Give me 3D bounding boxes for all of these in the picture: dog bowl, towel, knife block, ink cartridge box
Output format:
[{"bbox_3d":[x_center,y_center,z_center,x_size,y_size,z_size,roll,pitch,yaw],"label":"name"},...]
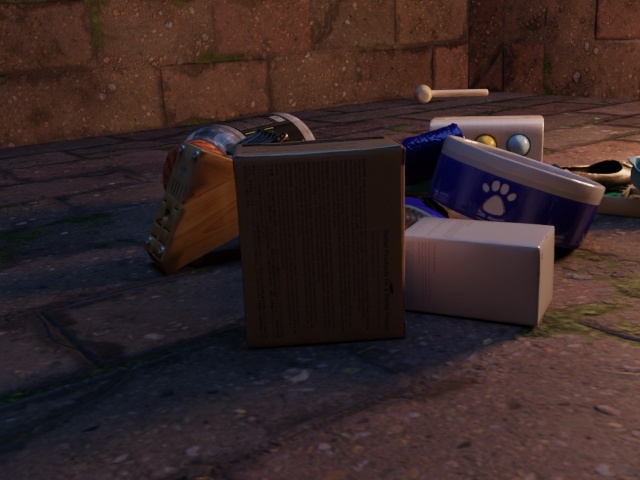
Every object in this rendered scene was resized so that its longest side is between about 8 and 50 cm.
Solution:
[{"bbox_3d":[0.315,-0.082,1.195,0.265,0.104,0.265,16,13,-4],"label":"dog bowl"},{"bbox_3d":[0.122,-0.145,1.409,0.308,0.076,0.227,-16,-10,5],"label":"towel"},{"bbox_3d":[-0.132,-0.060,1.220,0.242,0.276,0.088,18,6,-33],"label":"knife block"},{"bbox_3d":[0.000,0.000,0.872,0.193,0.235,0.088,-3,17,-4],"label":"ink cartridge box"}]

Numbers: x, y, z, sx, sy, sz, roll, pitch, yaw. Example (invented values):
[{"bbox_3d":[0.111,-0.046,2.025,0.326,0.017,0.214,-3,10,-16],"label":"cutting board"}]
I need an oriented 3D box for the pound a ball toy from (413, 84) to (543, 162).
[{"bbox_3d":[0.387,-0.280,1.822,0.319,0.208,0.136,2,17,14],"label":"pound a ball toy"}]

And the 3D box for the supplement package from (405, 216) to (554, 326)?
[{"bbox_3d":[0.202,0.035,0.949,0.179,0.105,0.105,5,17,27],"label":"supplement package"}]

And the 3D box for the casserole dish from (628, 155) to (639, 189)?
[{"bbox_3d":[0.642,-0.094,1.338,0.188,0.037,0.114,28,31,11],"label":"casserole dish"}]

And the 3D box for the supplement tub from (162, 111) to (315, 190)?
[{"bbox_3d":[-0.156,-0.147,1.479,0.193,0.194,0.316,7,18,30],"label":"supplement tub"}]

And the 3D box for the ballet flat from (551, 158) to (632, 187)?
[{"bbox_3d":[0.524,-0.133,1.426,0.250,0.058,0.084,-10,19,-23],"label":"ballet flat"}]

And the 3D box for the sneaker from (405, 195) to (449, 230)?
[{"bbox_3d":[0.159,-0.024,1.168,0.146,0.102,0.293,-11,18,-28],"label":"sneaker"}]

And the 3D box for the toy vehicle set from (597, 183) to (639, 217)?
[{"bbox_3d":[0.609,-0.099,1.468,0.166,0.035,0.267,8,20,32],"label":"toy vehicle set"}]

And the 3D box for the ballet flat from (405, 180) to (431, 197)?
[{"bbox_3d":[0.150,-0.109,1.559,0.206,0.073,0.067,5,-10,16],"label":"ballet flat"}]
